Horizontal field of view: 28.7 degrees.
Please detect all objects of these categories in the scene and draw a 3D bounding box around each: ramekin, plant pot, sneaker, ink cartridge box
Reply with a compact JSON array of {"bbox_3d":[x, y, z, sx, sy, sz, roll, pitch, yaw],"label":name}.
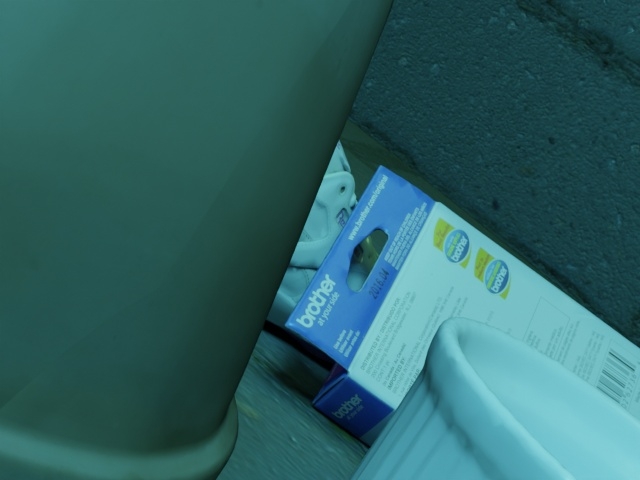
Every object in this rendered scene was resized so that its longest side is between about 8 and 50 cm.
[{"bbox_3d":[0.136,0.176,0.658,0.277,0.135,0.277,36,10,-8],"label":"ramekin"},{"bbox_3d":[-0.119,-0.069,0.506,0.323,0.280,0.323,34,10,-7],"label":"plant pot"},{"bbox_3d":[0.000,0.000,0.926,0.305,0.152,0.114,27,12,-46],"label":"sneaker"},{"bbox_3d":[0.124,0.101,0.889,0.311,0.065,0.186,37,48,-7],"label":"ink cartridge box"}]
